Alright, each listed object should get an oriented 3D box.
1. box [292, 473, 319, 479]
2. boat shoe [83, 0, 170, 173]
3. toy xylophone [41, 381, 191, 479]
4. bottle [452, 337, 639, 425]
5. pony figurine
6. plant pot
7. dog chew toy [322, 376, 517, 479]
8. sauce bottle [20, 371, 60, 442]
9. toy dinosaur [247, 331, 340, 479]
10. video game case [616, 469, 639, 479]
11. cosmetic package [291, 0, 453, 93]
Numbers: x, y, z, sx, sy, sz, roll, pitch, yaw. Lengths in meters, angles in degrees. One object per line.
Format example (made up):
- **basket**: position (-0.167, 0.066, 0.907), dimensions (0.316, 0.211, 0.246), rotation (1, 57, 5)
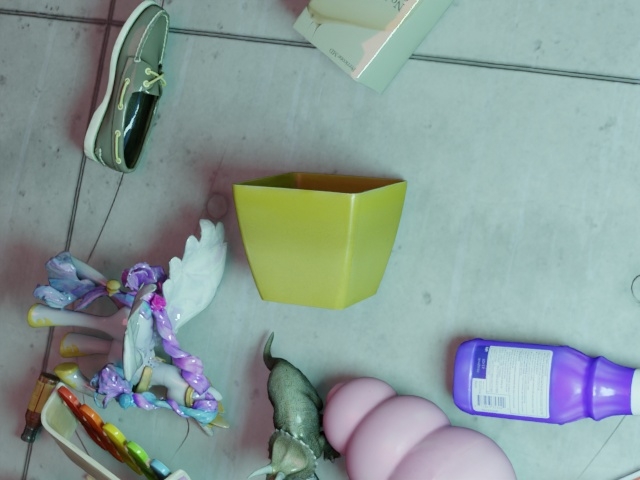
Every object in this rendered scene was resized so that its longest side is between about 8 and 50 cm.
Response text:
- **box**: position (-0.063, 0.510, 1.924), dimensions (0.231, 0.056, 0.183), rotation (-38, 72, 18)
- **boat shoe**: position (-0.320, -0.267, 2.085), dimensions (0.091, 0.109, 0.305), rotation (26, 103, 24)
- **toy xylophone**: position (-0.341, 0.375, 2.002), dimensions (0.323, 0.236, 0.081), rotation (32, 66, 22)
- **bottle**: position (0.339, 0.210, 1.743), dimensions (0.283, 0.092, 0.118), rotation (2, 87, 25)
- **pony figurine**: position (-0.306, 0.146, 1.980), dimensions (0.364, 0.303, 0.351), rotation (18, 125, 22)
- **plant pot**: position (0.000, 0.000, 1.866), dimensions (0.212, 0.212, 0.187), rotation (5, 100, 25)
- **dog chew toy**: position (0.133, 0.329, 1.779), dimensions (0.332, 0.207, 0.206), rotation (39, 102, 31)
- **sauce bottle**: position (-0.512, 0.304, 2.158), dimensions (0.042, 0.042, 0.128), rotation (26, 96, 25)
- **toy dinosaur**: position (-0.038, 0.269, 1.866), dimensions (0.121, 0.160, 0.313), rotation (-4, 59, 7)
- **video game case**: position (0.464, 0.486, 1.698), dimensions (0.204, 0.025, 0.285), rotation (-30, 74, 19)
- **cosmetic package**: position (0.118, -0.408, 1.889), dimensions (0.160, 0.113, 0.309), rotation (42, 102, 22)
